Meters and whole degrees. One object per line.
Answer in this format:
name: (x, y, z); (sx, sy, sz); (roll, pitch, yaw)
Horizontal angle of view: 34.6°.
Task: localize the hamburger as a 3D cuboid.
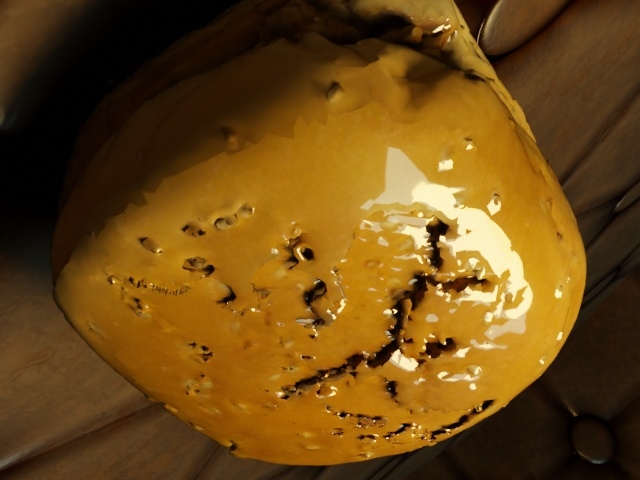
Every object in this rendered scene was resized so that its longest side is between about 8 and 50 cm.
hamburger: (0.000, 0.006, 0.620); (0.284, 0.174, 0.304); (-28, 128, 18)
